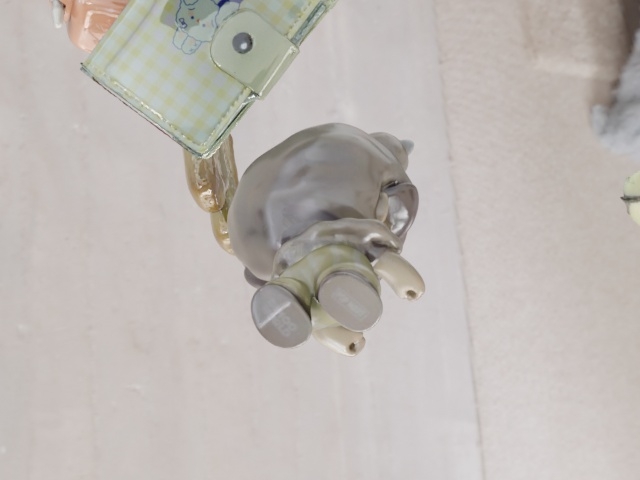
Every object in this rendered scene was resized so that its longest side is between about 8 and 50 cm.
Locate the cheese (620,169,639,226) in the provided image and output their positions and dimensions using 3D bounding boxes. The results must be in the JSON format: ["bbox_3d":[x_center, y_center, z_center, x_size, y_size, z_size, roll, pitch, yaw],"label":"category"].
[{"bbox_3d":[0.445,0.014,1.281,0.251,0.127,0.054,41,76,-19],"label":"cheese"}]

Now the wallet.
[{"bbox_3d":[-0.138,-0.281,1.504,0.223,0.309,0.077,39,6,-2],"label":"wallet"}]

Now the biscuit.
[{"bbox_3d":[-0.190,-0.139,2.011,0.237,0.062,0.290,68,9,-58],"label":"biscuit"}]

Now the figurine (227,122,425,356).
[{"bbox_3d":[0.000,0.001,1.281,0.203,0.248,0.380,44,17,-16],"label":"figurine"}]

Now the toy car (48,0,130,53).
[{"bbox_3d":[-0.288,-0.383,1.685,0.213,0.180,0.270,6,58,-19],"label":"toy car"}]
